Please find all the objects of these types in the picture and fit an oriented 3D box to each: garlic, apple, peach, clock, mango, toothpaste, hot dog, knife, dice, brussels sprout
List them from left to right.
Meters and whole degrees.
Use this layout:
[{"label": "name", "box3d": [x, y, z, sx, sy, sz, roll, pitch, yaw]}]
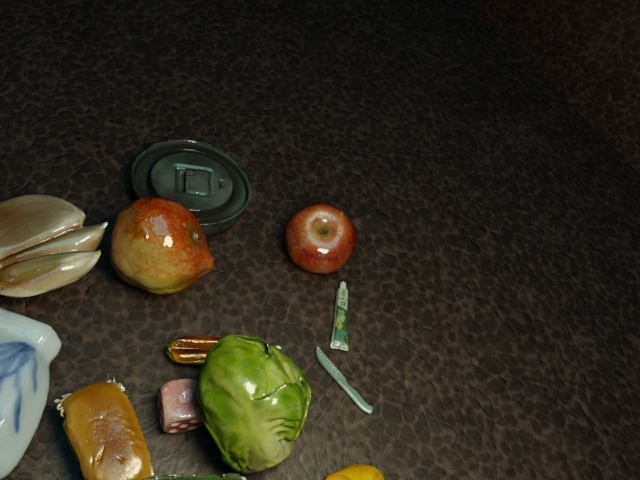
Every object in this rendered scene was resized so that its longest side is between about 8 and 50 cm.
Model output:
[{"label": "garlic", "box3d": [-0.671, 0.014, 1.506, 0.325, 0.132, 0.279, -27, 67, -31]}, {"label": "peach", "box3d": [-0.370, 0.017, 1.550, 0.257, 0.232, 0.232, 12, 51, -7]}, {"label": "dice", "box3d": [-0.300, 0.359, 1.402, 0.094, 0.091, 0.093, -1, 54, -22]}, {"label": "clock", "box3d": [-0.353, -0.146, 1.772, 0.325, 0.067, 0.325, 11, 47, -12]}, {"label": "hot dog", "box3d": [-0.264, 0.260, 1.515, 0.188, 0.055, 0.072, 6, 55, -16]}, {"label": "brussels sprout", "box3d": [-0.136, 0.333, 1.365, 0.227, 0.259, 0.294, -14, 89, 10]}, {"label": "apple", "box3d": [0.000, 0.000, 1.749, 0.201, 0.162, 0.201, 4, 61, -7]}, {"label": "toothpaste", "box3d": [0.054, 0.194, 1.697, 0.049, 0.031, 0.204, 12, 53, -9]}, {"label": "knife", "box3d": [0.052, 0.345, 1.591, 0.028, 0.015, 0.210, -35, 70, -29]}, {"label": "mango", "box3d": [0.055, 0.569, 1.350, 0.154, 0.126, 0.252, 31, 42, 20]}]

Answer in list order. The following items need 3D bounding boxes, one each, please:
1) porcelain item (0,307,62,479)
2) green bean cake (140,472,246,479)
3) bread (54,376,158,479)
[{"label": "porcelain item", "box3d": [-0.666, 0.333, 1.233, 0.243, 0.178, 0.405, 20, 50, -5]}, {"label": "green bean cake", "box3d": [-0.218, 0.533, 1.190, 0.241, 0.132, 0.255, 9, 7, -33]}, {"label": "bread", "box3d": [-0.431, 0.407, 1.310, 0.136, 0.107, 0.241, -19, 62, -27]}]
